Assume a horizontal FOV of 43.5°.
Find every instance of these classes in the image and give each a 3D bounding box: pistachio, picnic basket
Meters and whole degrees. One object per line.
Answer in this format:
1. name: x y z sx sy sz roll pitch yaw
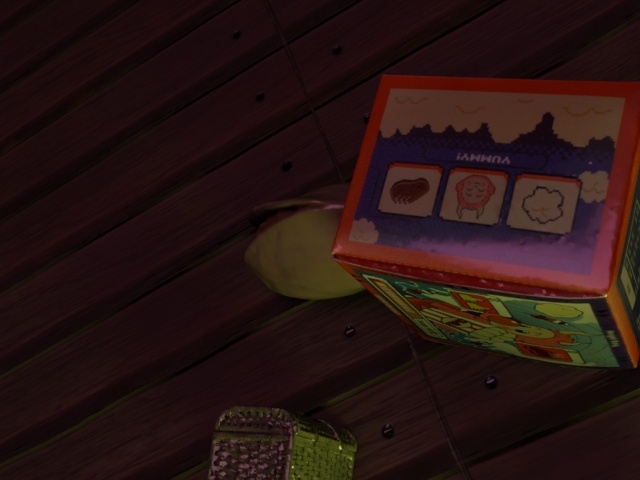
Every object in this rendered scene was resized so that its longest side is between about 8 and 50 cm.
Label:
1. pistachio: 0.000 0.000 1.211 0.288 0.197 0.166 -12 61 34
2. picnic basket: -0.050 0.312 1.111 0.134 0.196 0.154 -5 69 27

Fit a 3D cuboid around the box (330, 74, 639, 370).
1. box: 0.243 -0.010 1.006 0.318 0.348 0.257 7 74 27
